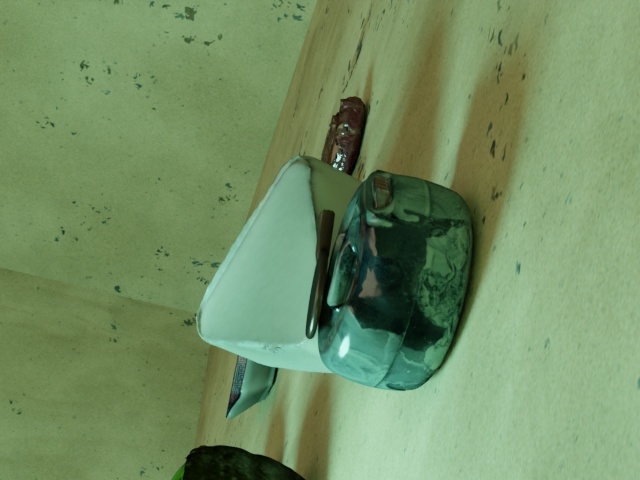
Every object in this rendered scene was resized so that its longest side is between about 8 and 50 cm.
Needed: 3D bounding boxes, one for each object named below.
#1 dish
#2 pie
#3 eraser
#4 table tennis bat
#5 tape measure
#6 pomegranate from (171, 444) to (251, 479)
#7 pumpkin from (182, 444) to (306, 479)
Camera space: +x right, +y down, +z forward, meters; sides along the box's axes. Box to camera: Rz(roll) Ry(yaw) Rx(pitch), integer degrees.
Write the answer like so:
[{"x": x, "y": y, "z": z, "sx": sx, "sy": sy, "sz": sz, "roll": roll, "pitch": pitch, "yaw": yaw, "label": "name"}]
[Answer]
[{"x": -0.149, "y": 0.302, "z": 2.745, "sx": 0.243, "sy": 0.080, "sz": 0.182, "roll": 118, "pitch": 164, "yaw": -65, "label": "dish"}, {"x": 0.038, "y": -0.185, "z": 2.398, "sx": 0.219, "sy": 0.054, "sz": 0.204, "roll": 118, "pitch": 164, "yaw": -59, "label": "pie"}, {"x": -0.017, "y": 0.034, "z": 1.783, "sx": 0.331, "sy": 0.150, "sz": 0.331, "roll": -33, "pitch": 46, "yaw": 42, "label": "eraser"}, {"x": -0.050, "y": 0.032, "z": 1.483, "sx": 0.107, "sy": 0.119, "sz": 0.170, "roll": 108, "pitch": 172, "yaw": -62, "label": "table tennis bat"}, {"x": 0.081, "y": 0.047, "z": 1.451, "sx": 0.275, "sy": 0.147, "sz": 0.256, "roll": -115, "pitch": 39, "yaw": -78, "label": "tape measure"}, {"x": -0.183, "y": 0.518, "z": 2.320, "sx": 0.211, "sy": 0.211, "sz": 0.263, "roll": 174, "pitch": 76, "yaw": -81, "label": "pomegranate"}, {"x": -0.138, "y": 0.468, "z": 1.923, "sx": 0.303, "sy": 0.225, "sz": 0.256, "roll": -89, "pitch": 13, "yaw": -54, "label": "pumpkin"}]
